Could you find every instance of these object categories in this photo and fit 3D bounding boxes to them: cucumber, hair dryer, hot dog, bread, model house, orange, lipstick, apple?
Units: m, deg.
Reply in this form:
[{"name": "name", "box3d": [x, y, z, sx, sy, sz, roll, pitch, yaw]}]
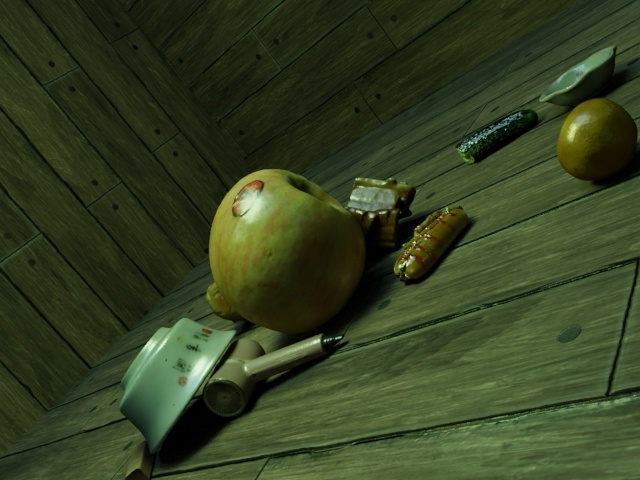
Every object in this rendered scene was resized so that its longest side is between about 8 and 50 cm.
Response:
[{"name": "cucumber", "box3d": [0.500, -0.299, 1.937, 0.241, 0.074, 0.074, -31, 14, 22]}, {"name": "hair dryer", "box3d": [-0.090, 0.268, 1.540, 0.344, 0.106, 0.189, -23, 15, 21]}, {"name": "hot dog", "box3d": [0.249, -0.002, 1.556, 0.250, 0.076, 0.104, -47, 14, -28]}, {"name": "bread", "box3d": [-0.209, 0.145, 2.087, 0.246, 0.176, 0.195, -37, 0, 17]}, {"name": "model house", "box3d": [0.133, -0.037, 1.850, 0.219, 0.200, 0.229, 67, -138, -62]}, {"name": "orange", "box3d": [0.525, -0.186, 1.293, 0.136, 0.158, 0.159, 24, 51, 25]}, {"name": "lipstick", "box3d": [-0.419, 0.523, 1.599, 0.045, 0.045, 0.145, -37, 12, -2]}, {"name": "apple", "box3d": [-0.082, 0.031, 1.666, 0.346, 0.392, 0.391, -63, 7, 13]}]

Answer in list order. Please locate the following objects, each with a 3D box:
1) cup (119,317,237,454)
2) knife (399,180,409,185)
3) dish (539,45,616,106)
[{"name": "cup", "box3d": [-0.363, 0.322, 1.648, 0.347, 0.163, 0.347, -56, 1, 1]}, {"name": "knife", "box3d": [0.200, -0.132, 2.283, 0.260, 0.034, 0.063, -30, 10, 46]}, {"name": "dish", "box3d": [0.688, -0.408, 1.785, 0.229, 0.081, 0.229, -38, 9, 7]}]
